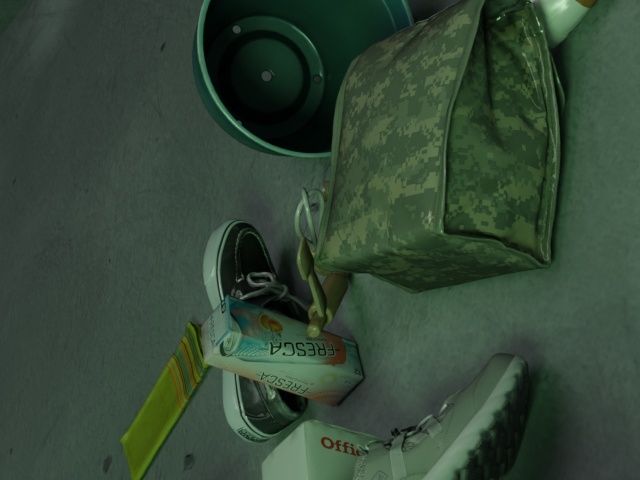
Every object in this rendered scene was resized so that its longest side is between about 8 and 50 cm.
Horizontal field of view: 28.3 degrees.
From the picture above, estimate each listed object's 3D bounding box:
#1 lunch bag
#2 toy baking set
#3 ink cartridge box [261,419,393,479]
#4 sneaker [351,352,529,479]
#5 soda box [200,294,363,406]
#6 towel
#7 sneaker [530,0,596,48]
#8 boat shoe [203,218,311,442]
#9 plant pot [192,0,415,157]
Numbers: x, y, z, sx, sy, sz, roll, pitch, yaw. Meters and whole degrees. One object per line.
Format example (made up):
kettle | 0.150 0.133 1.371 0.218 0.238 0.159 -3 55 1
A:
lunch bag | 0.127 -0.106 1.316 0.235 0.168 0.287 -17 62 57
toy baking set | 0.001 0.005 1.431 0.256 0.030 0.197 -64 -26 -56
ink cartridge box | 0.035 0.300 1.213 0.092 0.160 0.219 -48 34 37
sneaker | 0.087 0.194 1.135 0.115 0.105 0.281 28 59 31
soda box | -0.043 0.127 1.437 0.063 0.183 0.058 -49 34 31
towel | -0.230 0.238 1.861 0.237 0.021 0.102 -58 29 20
sneaker | 0.239 -0.346 1.360 0.123 0.105 0.290 -43 49 35
boat shoe | -0.073 0.095 1.591 0.105 0.113 0.306 -35 46 37
plant pot | -0.045 -0.231 1.622 0.255 0.271 0.272 175 113 -75
